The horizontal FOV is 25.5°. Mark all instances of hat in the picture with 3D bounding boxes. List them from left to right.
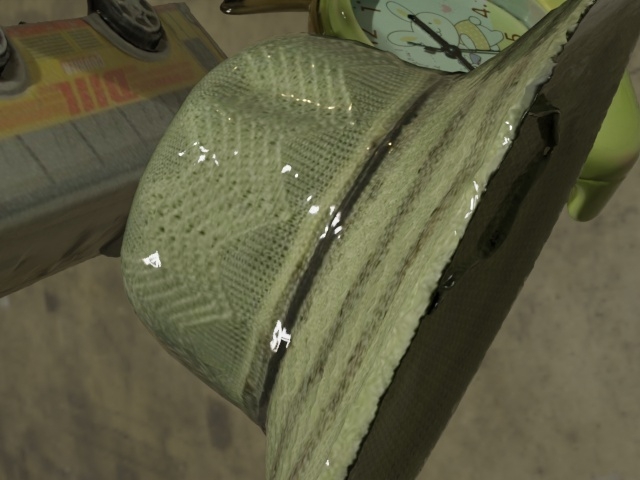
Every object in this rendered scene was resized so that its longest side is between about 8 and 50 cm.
[{"bbox_3d":[0.000,0.000,0.427,0.110,0.252,0.252,28,128,12],"label":"hat"}]

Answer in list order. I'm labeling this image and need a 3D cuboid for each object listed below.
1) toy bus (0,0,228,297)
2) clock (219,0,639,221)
[{"bbox_3d":[-0.114,-0.041,0.595,0.092,0.268,0.106,-42,85,24],"label":"toy bus"},{"bbox_3d":[0.060,-0.101,0.802,0.069,0.232,0.170,115,158,-45],"label":"clock"}]
